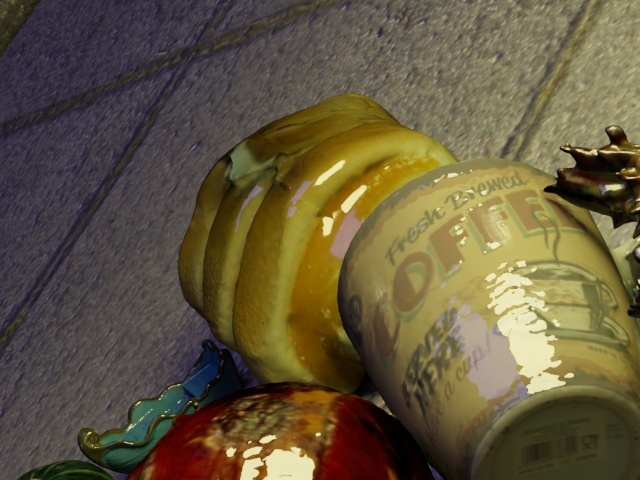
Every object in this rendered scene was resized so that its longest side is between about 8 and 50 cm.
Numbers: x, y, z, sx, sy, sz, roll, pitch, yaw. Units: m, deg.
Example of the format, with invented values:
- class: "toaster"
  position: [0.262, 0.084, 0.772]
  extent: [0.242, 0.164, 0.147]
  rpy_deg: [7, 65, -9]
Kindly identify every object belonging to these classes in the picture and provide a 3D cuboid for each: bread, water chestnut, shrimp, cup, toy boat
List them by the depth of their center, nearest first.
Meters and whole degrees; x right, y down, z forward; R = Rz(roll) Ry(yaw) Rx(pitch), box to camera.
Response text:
- class: "water chestnut"
  position: [0.007, 0.258, 1.353]
  extent: [0.302, 0.350, 0.350]
  rpy_deg: [-13, 35, 17]
- class: "shrimp"
  position: [0.289, 0.009, 1.400]
  extent: [0.289, 0.075, 0.178]
  rpy_deg: [17, 42, 15]
- class: "cup"
  position: [0.188, 0.086, 1.491]
  extent: [0.301, 0.227, 0.257]
  rpy_deg: [-18, 37, -4]
- class: "bread"
  position: [0.000, 0.000, 1.897]
  extent: [0.300, 0.210, 0.341]
  rpy_deg: [-48, 23, 4]
- class: "toy boat"
  position: [-0.171, 0.176, 2.037]
  extent: [0.185, 0.077, 0.075]
  rpy_deg: [-41, 21, -9]

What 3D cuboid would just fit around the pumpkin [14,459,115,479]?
- class: "pumpkin"
  position: [-0.274, 0.300, 1.985]
  extent: [0.167, 0.125, 0.167]
  rpy_deg: [-35, 12, 9]
